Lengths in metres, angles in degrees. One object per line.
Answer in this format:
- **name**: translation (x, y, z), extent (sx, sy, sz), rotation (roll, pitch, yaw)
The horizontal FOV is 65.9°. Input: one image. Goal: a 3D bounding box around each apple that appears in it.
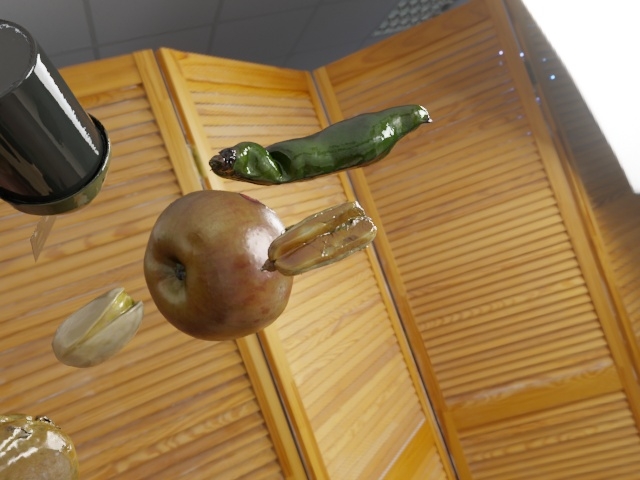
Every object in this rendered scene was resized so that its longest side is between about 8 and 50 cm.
- **apple**: translation (-0.267, 0.059, 1.263), extent (0.400, 0.400, 0.334), rotation (-20, -24, 40)

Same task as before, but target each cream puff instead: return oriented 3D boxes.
- **cream puff**: translation (-0.315, 0.238, 0.462), extent (0.115, 0.150, 0.165), rotation (13, 29, 29)

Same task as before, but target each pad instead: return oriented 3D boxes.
- **pad**: translation (-0.631, -0.029, 1.131), extent (0.004, 0.127, 0.190), rotation (21, -26, -20)

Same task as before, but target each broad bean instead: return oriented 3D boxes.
- **broad bean**: translation (-0.001, -0.076, 0.418), extent (0.196, 0.046, 0.061), rotation (-16, 2, -21)

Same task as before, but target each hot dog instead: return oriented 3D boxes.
- **hot dog**: translation (0.000, 0.000, 0.990), extent (0.270, 0.109, 0.072), rotation (-24, -15, -25)

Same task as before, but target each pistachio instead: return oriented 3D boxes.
- **pistachio**: translation (-0.432, 0.178, 0.965), extent (0.201, 0.117, 0.145), rotation (-32, 17, 18)

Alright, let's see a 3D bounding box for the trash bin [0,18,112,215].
- **trash bin**: translation (-0.477, -0.173, 0.820), extent (0.214, 0.214, 0.333), rotation (-20, -27, -11)
